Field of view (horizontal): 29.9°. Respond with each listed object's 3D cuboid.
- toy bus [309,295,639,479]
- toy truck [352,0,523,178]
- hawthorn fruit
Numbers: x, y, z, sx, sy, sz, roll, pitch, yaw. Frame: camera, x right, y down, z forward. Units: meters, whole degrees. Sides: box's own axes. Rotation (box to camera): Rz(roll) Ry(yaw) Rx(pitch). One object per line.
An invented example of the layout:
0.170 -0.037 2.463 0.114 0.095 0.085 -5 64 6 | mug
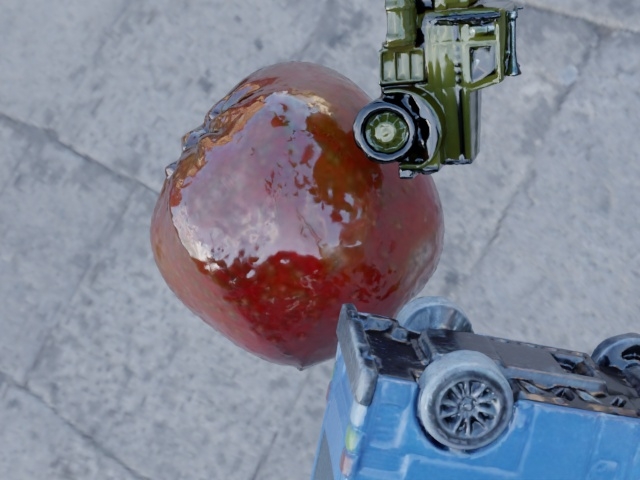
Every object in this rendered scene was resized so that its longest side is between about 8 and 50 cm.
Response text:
0.117 0.115 0.600 0.116 0.234 0.133 -108 30 -77 | toy bus
0.091 -0.178 0.887 0.127 0.127 0.257 5 106 14 | toy truck
0.000 0.000 1.075 0.254 0.300 0.254 -42 16 15 | hawthorn fruit
